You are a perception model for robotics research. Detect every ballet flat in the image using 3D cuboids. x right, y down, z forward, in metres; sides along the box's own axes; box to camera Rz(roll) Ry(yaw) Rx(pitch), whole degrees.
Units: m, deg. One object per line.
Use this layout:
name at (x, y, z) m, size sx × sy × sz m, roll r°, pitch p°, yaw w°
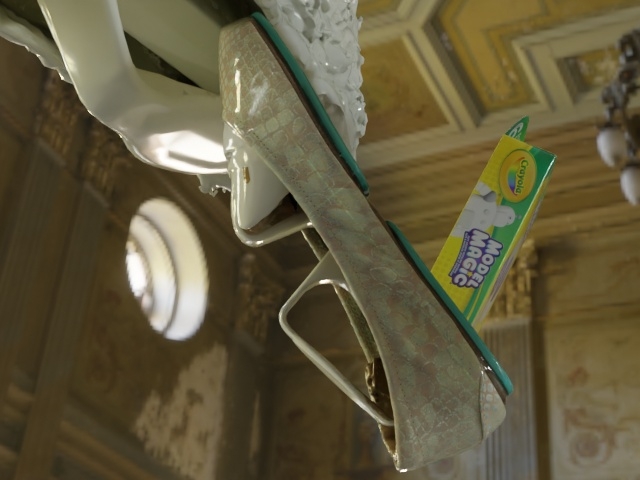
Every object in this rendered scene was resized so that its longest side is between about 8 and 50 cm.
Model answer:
ballet flat at (-0.092, -0.116, 0.385) m, size 0.147 × 0.146 × 0.409 m, roll -16°, pitch -27°, yaw 28°
ballet flat at (0.000, 0.000, 0.357) m, size 0.052 × 0.168 × 0.057 m, roll -32°, pitch -9°, yaw -6°

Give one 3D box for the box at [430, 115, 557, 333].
box at (0.108, 0.010, 0.726) m, size 0.043 × 0.179 × 0.105 m, roll 23°, pitch -21°, yaw 12°
